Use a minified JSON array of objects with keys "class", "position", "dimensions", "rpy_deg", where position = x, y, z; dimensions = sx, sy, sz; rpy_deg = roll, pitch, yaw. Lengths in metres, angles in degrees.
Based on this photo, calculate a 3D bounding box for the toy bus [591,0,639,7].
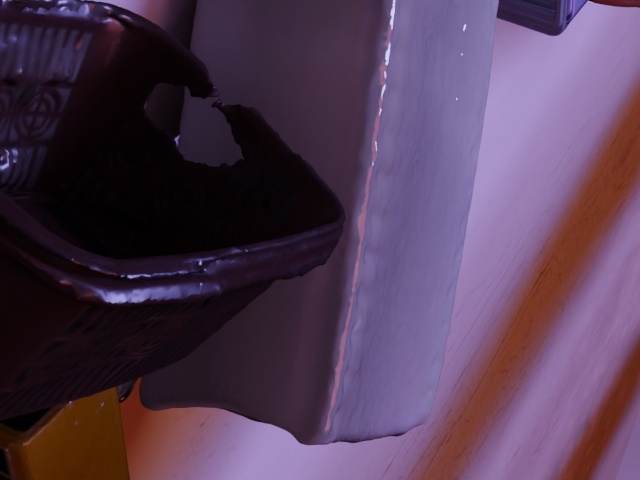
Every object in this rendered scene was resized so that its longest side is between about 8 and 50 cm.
[{"class":"toy bus","position":[0.344,-0.414,1.451],"dimensions":[0.203,0.233,0.427],"rpy_deg":[-44,148,-53]}]

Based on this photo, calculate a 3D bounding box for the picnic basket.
[{"class":"picnic basket","position":[-0.139,-0.016,0.823],"dimensions":[0.129,0.222,0.297],"rpy_deg":[-51,164,21]}]

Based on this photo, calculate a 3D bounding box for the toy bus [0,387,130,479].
[{"class":"toy bus","position":[-0.171,0.137,0.965],"dimensions":[0.098,0.114,0.201],"rpy_deg":[-48,151,-38]}]

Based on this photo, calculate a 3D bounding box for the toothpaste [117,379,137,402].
[{"class":"toothpaste","position":[-0.120,0.020,1.083],"dimensions":[0.056,0.036,0.205],"rpy_deg":[-52,157,-44]}]

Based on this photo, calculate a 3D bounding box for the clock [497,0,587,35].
[{"class":"clock","position":[0.146,-0.265,1.274],"dimensions":[0.073,0.145,0.193],"rpy_deg":[-52,153,-33]}]

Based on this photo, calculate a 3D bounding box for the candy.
[{"class":"candy","position":[0.005,-0.048,1.080],"dimensions":[0.208,0.145,0.358],"rpy_deg":[1,97,-66]}]
